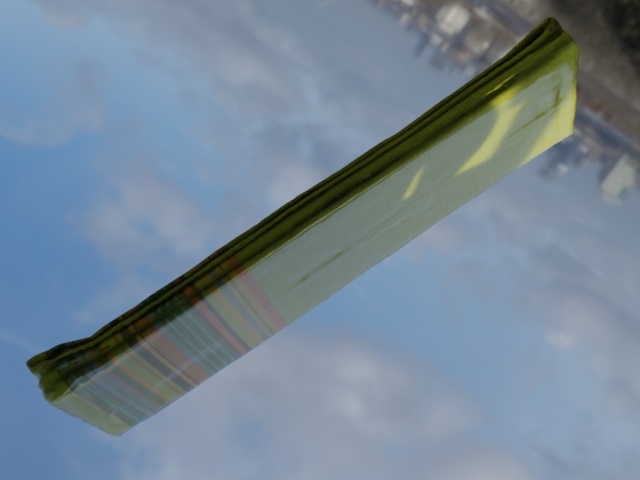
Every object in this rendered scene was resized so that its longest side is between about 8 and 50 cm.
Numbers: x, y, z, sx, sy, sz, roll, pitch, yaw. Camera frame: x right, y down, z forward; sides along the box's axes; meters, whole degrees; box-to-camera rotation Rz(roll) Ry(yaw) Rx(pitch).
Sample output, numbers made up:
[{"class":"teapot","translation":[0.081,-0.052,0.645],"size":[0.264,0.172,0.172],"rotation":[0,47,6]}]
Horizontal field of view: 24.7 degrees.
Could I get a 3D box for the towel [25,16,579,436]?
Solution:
[{"class":"towel","translation":[0.000,0.000,0.581],"size":[0.021,0.237,0.102],"rotation":[56,177,17]}]
